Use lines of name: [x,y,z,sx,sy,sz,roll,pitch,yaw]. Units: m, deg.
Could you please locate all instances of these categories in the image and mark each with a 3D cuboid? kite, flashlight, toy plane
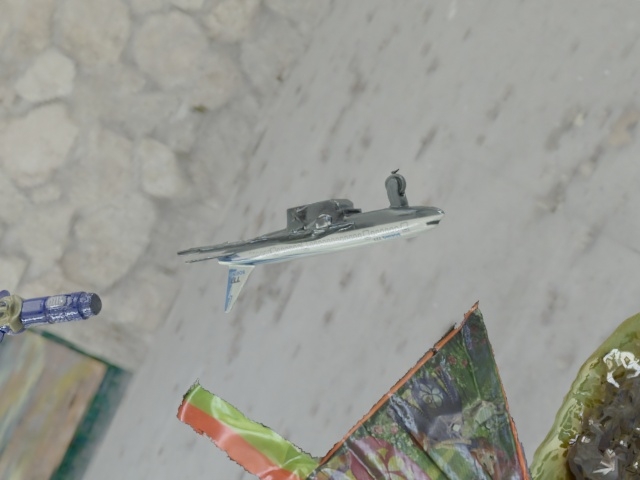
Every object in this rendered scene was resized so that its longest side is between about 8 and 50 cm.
kite: [0.025,0.106,0.465,0.241,0.183,0.014,-47,-15,-41]
flashlight: [-0.260,0.065,1.136,0.121,0.035,0.057,-9,62,23]
toy plane: [-0.002,-0.003,0.940,0.226,0.226,0.058,-23,79,36]

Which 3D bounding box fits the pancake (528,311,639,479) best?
pancake: [0.242,0.240,0.778,0.067,0.304,0.427,128,134,-78]
